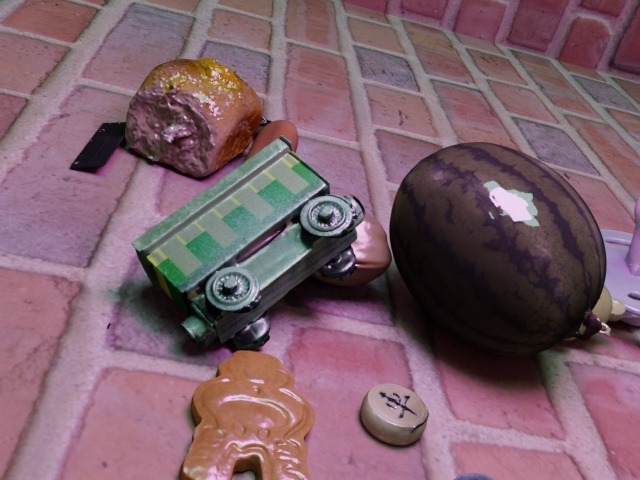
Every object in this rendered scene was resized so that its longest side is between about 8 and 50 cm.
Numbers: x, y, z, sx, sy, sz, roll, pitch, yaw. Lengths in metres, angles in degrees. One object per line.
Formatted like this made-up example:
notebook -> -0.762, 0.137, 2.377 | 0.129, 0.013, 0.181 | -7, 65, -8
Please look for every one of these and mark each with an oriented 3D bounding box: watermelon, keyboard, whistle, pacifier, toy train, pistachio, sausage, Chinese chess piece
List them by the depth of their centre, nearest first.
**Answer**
Chinese chess piece -> 0.091, 0.212, 0.939 | 0.084, 0.034, 0.084 | 13, 29, -7
toy train -> -0.088, 0.008, 1.022 | 0.300, 0.120, 0.202 | -39, 62, -22
watermelon -> 0.260, 0.017, 1.117 | 0.278, 0.279, 0.359 | -16, 56, -45
pistachio -> 0.000, 0.000, 1.159 | 0.225, 0.136, 0.136 | 15, 29, 9
whistle -> 0.378, 0.063, 1.269 | 0.131, 0.106, 0.288 | -18, 45, -20
pacifier -> 0.554, 0.013, 1.329 | 0.243, 0.233, 0.299 | 14, 28, 0
keyboard -> -0.382, -0.170, 1.343 | 0.063, 0.010, 0.198 | -2, 30, 4
sausage -> -0.092, -0.147, 1.400 | 0.086, 0.086, 0.289 | 17, 28, -2

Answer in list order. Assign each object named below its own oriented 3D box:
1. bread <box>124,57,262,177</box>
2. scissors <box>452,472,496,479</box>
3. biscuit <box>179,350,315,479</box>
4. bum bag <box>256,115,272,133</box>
bread -> -0.226, -0.237, 1.387 | 0.195, 0.176, 0.246 | 20, 30, 11
scissors -> 0.072, 0.330, 0.630 | 0.383, 0.029, 0.256 | 6, 48, -36
biscuit -> -0.077, 0.206, 0.865 | 0.143, 0.040, 0.236 | 17, 31, -12
bum bag -> -0.173, -0.264, 1.592 | 0.197, 0.049, 0.087 | 30, 26, 21
